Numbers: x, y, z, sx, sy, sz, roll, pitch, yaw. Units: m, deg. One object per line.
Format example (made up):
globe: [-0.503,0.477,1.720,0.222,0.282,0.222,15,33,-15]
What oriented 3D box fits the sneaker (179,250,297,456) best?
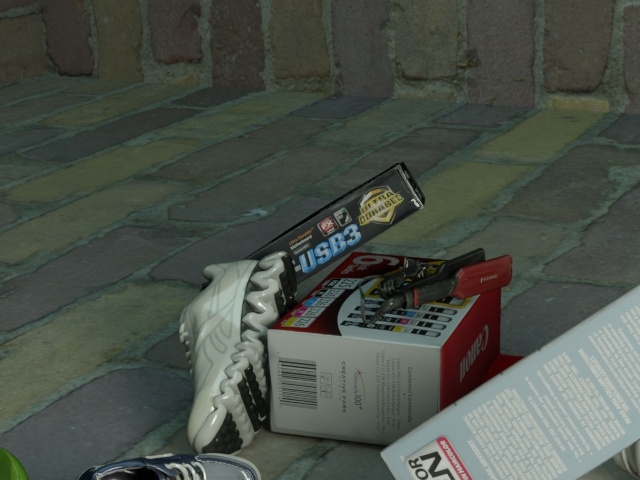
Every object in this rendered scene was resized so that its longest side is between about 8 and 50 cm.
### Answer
sneaker: [-0.111,0.131,1.576,0.118,0.110,0.292,3,42,14]

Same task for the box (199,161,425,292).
box: [0.000,0.000,1.817,0.295,0.073,0.293,-32,-1,7]

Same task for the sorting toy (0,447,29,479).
sorting toy: [-0.266,0.272,1.307,0.365,0.127,0.126,11,-8,43]

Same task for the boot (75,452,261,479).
boot: [-0.138,0.239,1.328,0.190,0.069,0.086,-3,-13,-22]

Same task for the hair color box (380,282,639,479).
hair color box: [0.246,0.133,1.228,0.374,0.114,0.185,-33,-12,4]

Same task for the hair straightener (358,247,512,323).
hair straightener: [0.120,0.052,1.591,0.230,0.047,0.089,-21,27,-40]

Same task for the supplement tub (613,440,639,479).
supplement tub: [0.396,0.200,1.329,0.144,0.144,0.199,-15,22,-37]

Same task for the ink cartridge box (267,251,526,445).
ink cartridge box: [0.118,0.125,1.633,0.271,0.130,0.309,5,18,18]
